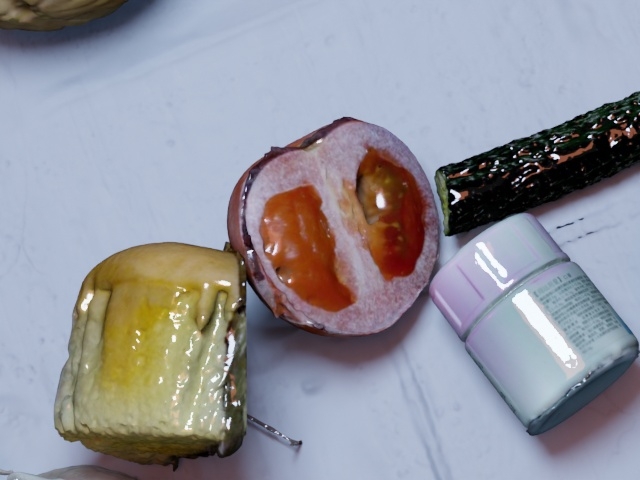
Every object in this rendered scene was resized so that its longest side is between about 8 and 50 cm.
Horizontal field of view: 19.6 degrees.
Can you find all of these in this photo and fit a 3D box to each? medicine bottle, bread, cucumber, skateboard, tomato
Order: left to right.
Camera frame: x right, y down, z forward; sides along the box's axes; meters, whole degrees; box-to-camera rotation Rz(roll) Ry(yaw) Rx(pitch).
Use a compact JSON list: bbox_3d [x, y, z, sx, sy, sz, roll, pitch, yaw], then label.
[{"bbox_3d":[-0.146,0.096,1.673,0.162,0.262,0.204,15,73,-15],"label":"bread"},{"bbox_3d":[-0.064,0.190,1.761,0.083,0.032,0.064,25,89,15],"label":"skateboard"},{"bbox_3d":[0.000,0.000,1.753,0.228,0.112,0.199,-22,89,-35],"label":"tomato"},{"bbox_3d":[0.194,0.075,1.704,0.135,0.135,0.168,-37,74,-4],"label":"medicine bottle"},{"bbox_3d":[0.248,-0.084,1.772,0.300,0.072,0.072,-21,73,-1],"label":"cucumber"}]

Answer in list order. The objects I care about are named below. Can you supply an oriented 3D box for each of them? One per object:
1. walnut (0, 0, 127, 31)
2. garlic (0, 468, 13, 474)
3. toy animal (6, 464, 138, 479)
[{"bbox_3d":[-0.268,-0.367,1.812,0.332,0.333,0.333,-2,74,7],"label":"walnut"},{"bbox_3d":[-0.368,0.215,1.772,0.152,0.066,0.084,-31,95,13],"label":"garlic"},{"bbox_3d":[-0.169,0.329,1.662,0.266,0.188,0.308,-11,70,-5],"label":"toy animal"}]
